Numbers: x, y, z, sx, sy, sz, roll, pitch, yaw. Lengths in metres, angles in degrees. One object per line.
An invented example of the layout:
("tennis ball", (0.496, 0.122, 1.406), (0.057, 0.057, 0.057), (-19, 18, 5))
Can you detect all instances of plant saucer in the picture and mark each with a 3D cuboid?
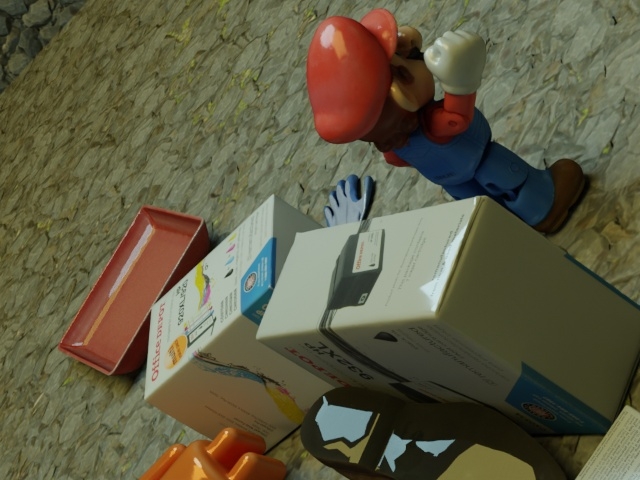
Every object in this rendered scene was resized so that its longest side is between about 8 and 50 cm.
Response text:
("plant saucer", (-0.265, 0.077, 2.579), (0.259, 0.047, 0.258), (-60, 25, -8))

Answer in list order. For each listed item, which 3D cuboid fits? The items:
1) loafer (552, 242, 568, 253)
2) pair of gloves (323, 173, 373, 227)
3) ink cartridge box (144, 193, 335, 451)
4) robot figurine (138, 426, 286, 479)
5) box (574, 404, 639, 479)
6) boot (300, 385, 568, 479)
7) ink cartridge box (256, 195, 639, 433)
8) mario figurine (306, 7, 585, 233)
("loafer", (0.200, 0.027, 1.803), (0.125, 0.045, 0.039), (-8, 58, 55))
("pair of gloves", (0.000, 0.000, 2.222), (0.198, 0.023, 0.159), (-46, 26, 22))
("ink cartridge box", (-0.068, 0.105, 2.038), (0.232, 0.168, 0.171), (-42, 29, 29))
("robot figurine", (-0.134, 0.311, 1.954), (0.219, 0.158, 0.128), (-50, 3, 10))
("box", (0.266, 0.217, 1.409), (0.126, 0.072, 0.137), (-55, 24, 0))
("boot", (0.125, 0.219, 1.651), (0.305, 0.115, 0.112), (15, 65, 45))
("ink cartridge box", (0.118, 0.082, 1.664), (0.307, 0.223, 0.129), (-11, 51, 57))
("mario figurine", (0.127, -0.139, 1.803), (0.198, 0.320, 0.170), (-42, 28, 26))
